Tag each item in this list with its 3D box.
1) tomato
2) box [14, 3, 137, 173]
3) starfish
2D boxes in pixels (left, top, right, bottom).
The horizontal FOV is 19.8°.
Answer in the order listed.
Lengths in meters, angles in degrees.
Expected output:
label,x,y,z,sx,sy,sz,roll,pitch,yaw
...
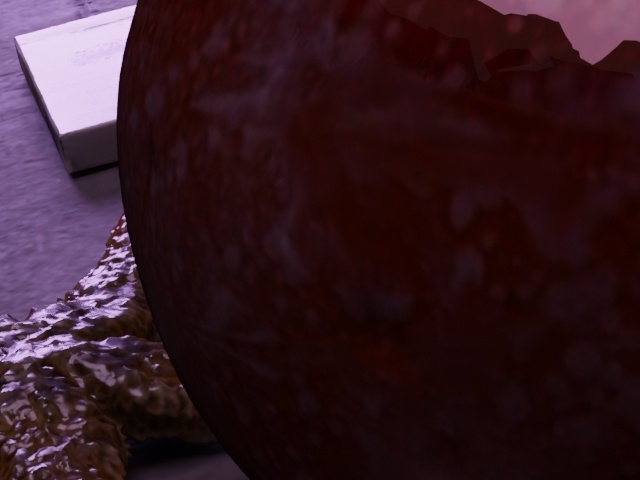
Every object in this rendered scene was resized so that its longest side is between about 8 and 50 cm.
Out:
label,x,y,z,sx,sy,sz,roll,pitch,yaw
tomato,0.080,-0.013,0.482,0.270,0.227,0.270,3,28,-2
box,-0.100,-0.082,0.929,0.090,0.024,0.167,-16,26,-10
starfish,-0.062,0.046,0.633,0.138,0.050,0.247,-22,34,-22
